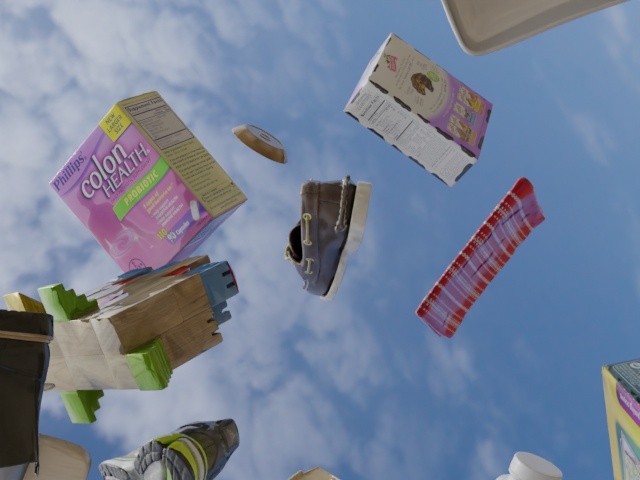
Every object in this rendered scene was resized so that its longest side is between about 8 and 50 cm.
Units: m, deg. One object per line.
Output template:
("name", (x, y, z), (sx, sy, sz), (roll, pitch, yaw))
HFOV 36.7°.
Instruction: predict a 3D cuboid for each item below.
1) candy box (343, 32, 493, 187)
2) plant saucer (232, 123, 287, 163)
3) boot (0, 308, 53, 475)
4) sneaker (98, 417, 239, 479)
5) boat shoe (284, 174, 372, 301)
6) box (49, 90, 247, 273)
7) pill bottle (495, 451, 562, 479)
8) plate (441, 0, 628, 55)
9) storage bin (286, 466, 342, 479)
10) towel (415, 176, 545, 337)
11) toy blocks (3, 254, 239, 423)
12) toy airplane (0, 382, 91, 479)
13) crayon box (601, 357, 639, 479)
("candy box", (0.149, -0.196, 1.427), (0.196, 0.070, 0.164), (34, -141, -7))
("plant saucer", (-0.075, -0.129, 1.249), (0.083, 0.015, 0.083), (30, -164, -10))
("boot", (-0.315, 0.124, 0.772), (0.198, 0.077, 0.136), (3, -101, -24))
("sneaker", (-0.206, 0.317, 1.324), (0.121, 0.300, 0.111), (-22, -95, -39))
("boat shoe", (0.000, 0.000, 1.416), (0.097, 0.324, 0.116), (11, -113, -4))
("box", (-0.286, -0.082, 1.595), (0.243, 0.213, 0.117), (50, -150, 3))
("pill bottle", (0.330, 0.455, 1.609), (0.112, 0.186, 0.112), (20, -170, -4))
("plate", (0.199, -0.338, 0.952), (0.278, 0.045, 0.277), (-22, -94, -18))
("storage bin", (-0.047, 0.556, 1.602), (0.260, 0.123, 0.262), (-28, -54, -40))
("towel", (0.262, 0.034, 1.556), (0.031, 0.274, 0.199), (38, 178, 24))
("toy blocks", (-0.246, 0.107, 1.325), (0.261, 0.382, 0.190), (-27, -78, -43))
("toy airplane", (-0.502, 0.186, 1.050), (0.386, 0.272, 0.384), (-28, -93, -13))
("crayon box", (0.406, 0.320, 0.971), (0.363, 0.106, 0.313), (-102, 0, -78))
